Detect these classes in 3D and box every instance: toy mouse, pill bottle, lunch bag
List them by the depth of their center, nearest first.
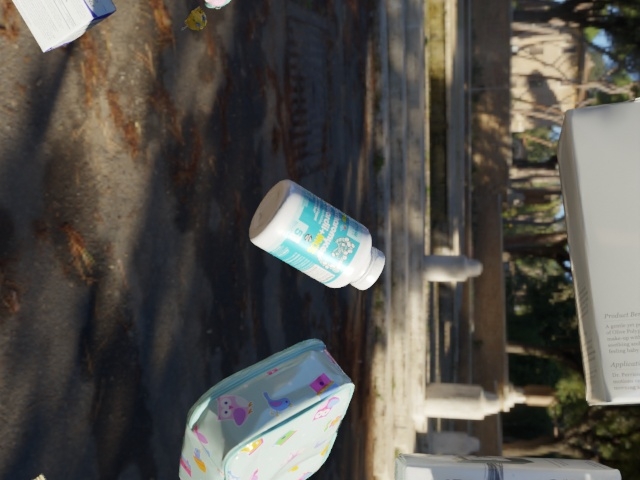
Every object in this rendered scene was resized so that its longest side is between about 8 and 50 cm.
[{"bbox_3d":[-0.071,0.261,0.931,0.224,0.108,0.279,-25,150,-32],"label":"lunch bag"},{"bbox_3d":[-0.179,-0.426,1.211,0.143,0.031,0.161,-48,-165,-6],"label":"toy mouse"},{"bbox_3d":[0.000,0.000,1.390,0.146,0.264,0.146,-47,-155,29],"label":"pill bottle"}]

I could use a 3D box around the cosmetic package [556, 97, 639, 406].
[{"bbox_3d":[0.418,0.016,0.860,0.155,0.197,0.365,49,39,-70],"label":"cosmetic package"}]

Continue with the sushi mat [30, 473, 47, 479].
[{"bbox_3d":[-0.450,0.559,1.127,0.151,0.019,0.316,-29,94,-34],"label":"sushi mat"}]

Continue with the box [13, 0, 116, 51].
[{"bbox_3d":[-0.439,-0.410,1.168,0.126,0.137,0.072,62,31,-15],"label":"box"}]

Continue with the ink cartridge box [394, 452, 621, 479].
[{"bbox_3d":[0.235,0.386,0.891,0.115,0.273,0.198,81,10,-79],"label":"ink cartridge box"}]
